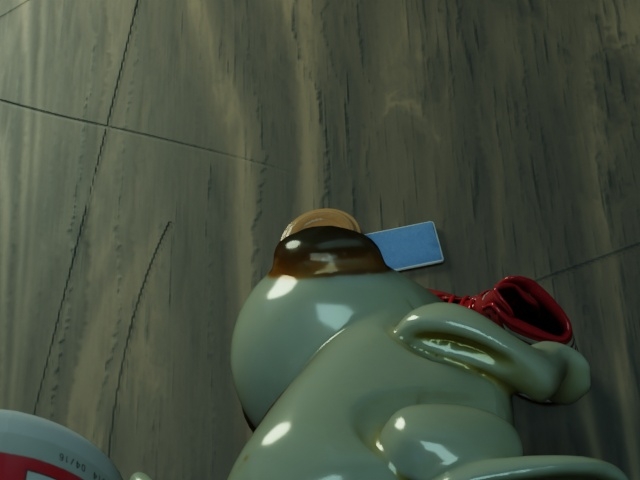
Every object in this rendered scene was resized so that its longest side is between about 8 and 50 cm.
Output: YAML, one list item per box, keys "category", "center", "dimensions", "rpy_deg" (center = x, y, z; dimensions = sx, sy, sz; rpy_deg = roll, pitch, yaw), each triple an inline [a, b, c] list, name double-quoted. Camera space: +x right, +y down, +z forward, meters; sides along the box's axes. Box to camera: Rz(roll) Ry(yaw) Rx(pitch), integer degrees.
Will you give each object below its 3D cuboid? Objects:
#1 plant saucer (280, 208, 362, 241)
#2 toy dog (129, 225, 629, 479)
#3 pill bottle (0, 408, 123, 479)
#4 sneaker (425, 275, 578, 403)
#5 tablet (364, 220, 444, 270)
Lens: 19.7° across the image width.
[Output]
- category: "plant saucer"
  center: [0.000, 0.000, 1.844]
  dimensions: [0.083, 0.013, 0.083]
  rpy_deg: [-7, 49, 9]
- category: "toy dog"
  center: [0.036, 0.177, 1.535]
  dimensions: [0.395, 0.285, 0.408]
  rpy_deg: [-2, 33, -7]
- category: "pill bottle"
  center: [-0.274, 0.351, 1.433]
  dimensions: [0.229, 0.229, 0.408]
  rpy_deg: [-5, 45, 4]
- category: "sneaker"
  center: [0.138, 0.061, 1.703]
  dimensions: [0.221, 0.128, 0.087]
  rpy_deg: [16, 53, 18]
- category: "tablet"
  center: [0.078, 0.009, 1.835]
  dimensions: [0.083, 0.006, 0.054]
  rpy_deg: [-12, 50, -1]
